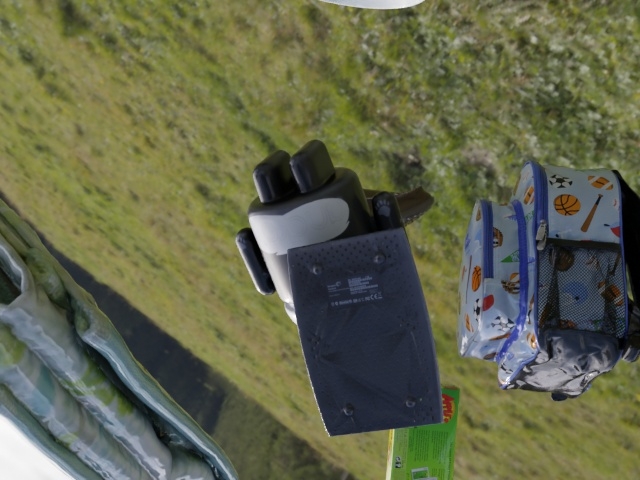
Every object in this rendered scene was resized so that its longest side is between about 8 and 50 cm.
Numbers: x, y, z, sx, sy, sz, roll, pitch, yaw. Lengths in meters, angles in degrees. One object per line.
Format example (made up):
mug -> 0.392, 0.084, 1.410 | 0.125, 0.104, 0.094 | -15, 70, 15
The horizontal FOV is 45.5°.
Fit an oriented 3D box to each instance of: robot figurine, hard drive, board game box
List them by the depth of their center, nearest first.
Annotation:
hard drive -> 0.061, 0.118, 0.987 | 0.172, 0.255, 0.054 | -11, -175, 16
board game box -> 0.146, 0.298, 1.104 | 0.092, 0.181, 0.043 | 5, 177, -3
robot figurine -> -0.001, 0.000, 1.105 | 0.209, 0.173, 0.278 | 6, 121, 58

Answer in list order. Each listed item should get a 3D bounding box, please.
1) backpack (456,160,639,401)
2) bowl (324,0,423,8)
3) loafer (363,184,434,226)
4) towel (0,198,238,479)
backpack -> 0.275, 0.040, 0.932 | 0.213, 0.263, 0.276 | 14, 157, 2
bowl -> 0.025, -0.445, 1.098 | 0.298, 0.134, 0.298 | 11, -177, -1
loafer -> 0.062, -0.067, 1.577 | 0.134, 0.366, 0.130 | 131, 124, -72
towel -> -0.225, 0.068, 0.566 | 0.320, 0.090, 0.374 | 33, 156, 26
